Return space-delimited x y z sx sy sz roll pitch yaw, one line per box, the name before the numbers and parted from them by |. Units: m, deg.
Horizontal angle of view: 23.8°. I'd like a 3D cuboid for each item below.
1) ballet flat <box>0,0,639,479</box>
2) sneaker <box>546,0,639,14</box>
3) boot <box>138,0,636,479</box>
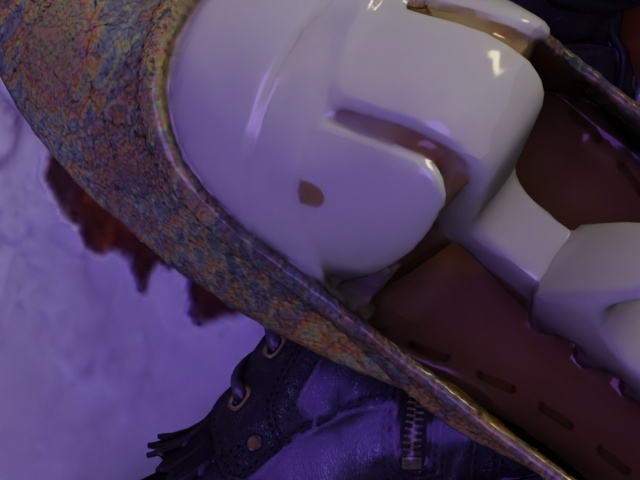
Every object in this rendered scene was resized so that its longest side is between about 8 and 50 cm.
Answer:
ballet flat | 0.059 0.002 0.395 0.348 0.123 0.123 38 102 2
sneaker | 0.134 -0.215 0.391 0.146 0.122 0.330 48 121 25
boot | 0.000 0.000 0.507 0.263 0.091 0.229 -13 86 9
